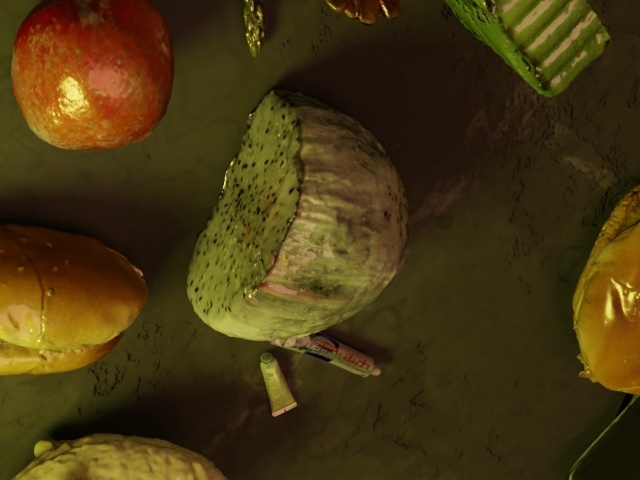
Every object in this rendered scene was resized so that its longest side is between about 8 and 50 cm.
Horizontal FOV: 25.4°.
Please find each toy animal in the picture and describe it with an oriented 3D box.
[{"bbox_3d":[-0.289,0.354,1.673,0.226,0.188,0.358,39,97,-27],"label":"toy animal"}]

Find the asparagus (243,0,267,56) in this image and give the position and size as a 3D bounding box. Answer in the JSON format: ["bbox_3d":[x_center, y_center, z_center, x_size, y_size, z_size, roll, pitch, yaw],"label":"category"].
[{"bbox_3d":[-0.086,-0.300,1.492,0.034,0.027,0.236,-38,132,-28],"label":"asparagus"}]

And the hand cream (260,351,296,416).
[{"bbox_3d":[-0.057,0.182,1.796,0.035,0.022,0.102,-26,132,-11],"label":"hand cream"}]

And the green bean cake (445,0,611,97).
[{"bbox_3d":[0.202,-0.275,1.542,0.113,0.200,0.214,-42,138,5],"label":"green bean cake"}]

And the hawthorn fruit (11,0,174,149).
[{"bbox_3d":[-0.225,-0.177,1.409,0.173,0.173,0.172,-13,123,-20],"label":"hawthorn fruit"}]

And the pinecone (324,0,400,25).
[{"bbox_3d":[0.035,-0.324,1.440,0.150,0.179,0.195,-28,152,-11],"label":"pinecone"}]

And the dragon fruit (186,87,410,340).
[{"bbox_3d":[0.000,0.000,1.603,0.221,0.204,0.283,15,110,-34],"label":"dragon fruit"}]

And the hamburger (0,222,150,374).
[{"bbox_3d":[-0.309,0.067,1.514,0.283,0.156,0.144,4,115,-27],"label":"hamburger"}]

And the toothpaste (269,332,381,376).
[{"bbox_3d":[0.011,0.139,1.800,0.170,0.028,0.045,26,97,-32],"label":"toothpaste"}]

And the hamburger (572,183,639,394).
[{"bbox_3d":[0.476,0.073,1.913,0.290,0.170,0.314,12,113,-25],"label":"hamburger"}]

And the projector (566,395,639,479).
[{"bbox_3d":[0.631,0.352,2.109,0.395,0.242,0.405,-48,129,3],"label":"projector"}]
